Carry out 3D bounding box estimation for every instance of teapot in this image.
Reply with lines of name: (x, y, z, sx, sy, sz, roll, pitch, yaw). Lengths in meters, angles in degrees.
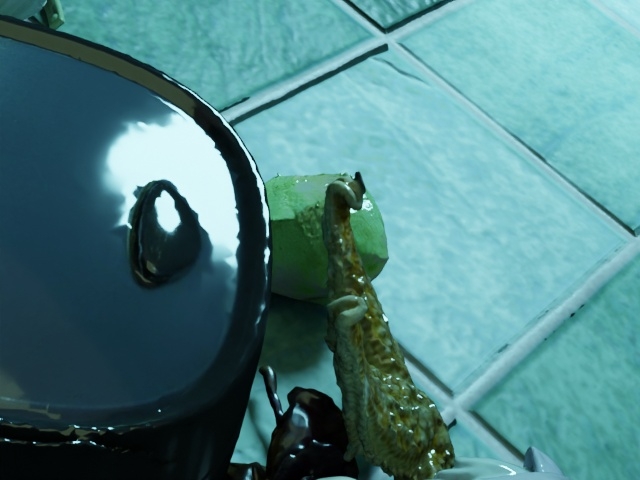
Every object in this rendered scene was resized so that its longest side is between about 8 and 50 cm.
teapot: (-0.204, -0.180, 0.862, 0.083, 0.064, 0.064, 43, 24, -32)

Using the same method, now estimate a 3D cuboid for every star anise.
star anise: (-0.016, 0.124, 0.638, 0.070, 0.097, 0.191, 26, 32, -34)

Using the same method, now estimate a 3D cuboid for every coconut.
coconut: (0.000, 0.000, 0.768, 0.082, 0.081, 0.083, -1, 24, 33)

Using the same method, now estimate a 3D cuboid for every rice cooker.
rice cooker: (-0.155, 0.051, 0.529, 0.267, 0.224, 0.267, 14, 45, -15)

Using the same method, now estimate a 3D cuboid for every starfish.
starfish: (0.036, 0.089, 0.616, 0.048, 0.231, 0.295, -19, 35, 6)

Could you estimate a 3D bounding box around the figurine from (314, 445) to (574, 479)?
figurine: (-0.002, 0.161, 0.432, 0.275, 0.200, 0.133, -18, 52, -11)
